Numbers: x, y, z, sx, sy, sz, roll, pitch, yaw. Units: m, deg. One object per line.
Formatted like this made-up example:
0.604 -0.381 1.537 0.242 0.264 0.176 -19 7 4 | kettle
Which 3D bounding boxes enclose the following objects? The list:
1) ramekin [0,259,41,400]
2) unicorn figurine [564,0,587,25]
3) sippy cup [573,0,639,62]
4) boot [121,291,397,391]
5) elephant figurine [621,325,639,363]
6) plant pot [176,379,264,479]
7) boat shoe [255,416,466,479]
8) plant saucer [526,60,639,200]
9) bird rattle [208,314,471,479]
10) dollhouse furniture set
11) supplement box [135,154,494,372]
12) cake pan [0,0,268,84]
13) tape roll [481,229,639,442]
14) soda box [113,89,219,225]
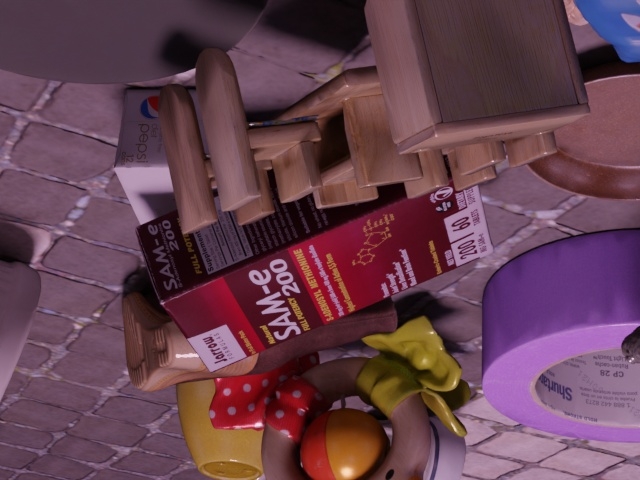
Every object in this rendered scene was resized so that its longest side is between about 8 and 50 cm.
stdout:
-0.359 0.118 1.228 0.127 0.273 0.273 28 146 -18 | ramekin
0.216 -0.152 0.853 0.162 0.060 0.111 9 157 27 | unicorn figurine
0.228 -0.176 0.642 0.224 0.240 0.305 -5 109 39 | sippy cup
-0.063 0.082 1.286 0.207 0.090 0.248 -7 -178 -20 | boot
0.359 0.008 1.042 0.239 0.186 0.169 14 127 41 | elephant figurine
-0.090 0.199 1.508 0.134 0.095 0.134 3 152 1 | plant pot
0.013 0.258 1.589 0.156 0.136 0.367 19 159 -20 | boat shoe
0.224 -0.080 1.008 0.168 0.029 0.168 2 152 1 | plant saucer
0.012 0.164 1.323 0.253 0.207 0.143 -8 145 11 | bird rattle
0.034 -0.116 0.840 0.212 0.161 0.242 -10 174 -26 | dollhouse furniture set
0.000 0.000 1.051 0.239 0.073 0.130 -23 149 1 | supplement box
-0.151 -0.183 0.836 0.293 0.054 0.293 3 152 1 | cake pan
0.281 0.092 1.264 0.275 0.090 0.275 3 151 2 | tape roll
-0.096 -0.030 1.103 0.074 0.069 0.216 0 153 8 | soda box
